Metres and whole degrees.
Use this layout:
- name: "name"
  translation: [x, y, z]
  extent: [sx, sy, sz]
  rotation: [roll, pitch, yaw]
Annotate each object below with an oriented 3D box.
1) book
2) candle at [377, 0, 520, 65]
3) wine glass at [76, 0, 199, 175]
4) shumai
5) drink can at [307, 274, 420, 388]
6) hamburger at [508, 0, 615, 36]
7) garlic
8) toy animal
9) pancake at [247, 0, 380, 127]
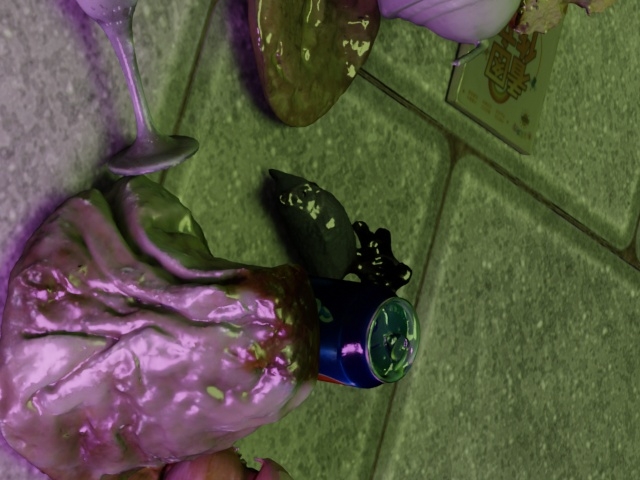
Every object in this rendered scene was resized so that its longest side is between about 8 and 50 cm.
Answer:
- name: "book"
  translation: [0.262, -0.287, 2.385]
  extent: [0.208, 0.020, 0.295]
  rotation: [27, 73, -50]
- name: "candle"
  translation: [0.144, -0.370, 2.028]
  extent: [0.221, 0.221, 0.342]
  rotation: [-18, 93, -49]
- name: "wine glass"
  translation: [-0.178, -0.259, 1.829]
  extent: [0.264, 0.096, 0.309]
  rotation: [-52, 133, -59]
- name: "shumai"
  translation: [-0.140, 0.104, 1.741]
  extent: [0.304, 0.263, 0.309]
  rotation: [-46, 127, -40]
- name: "drink can"
  translation: [0.003, 0.097, 1.960]
  extent: [0.118, 0.205, 0.118]
  rotation: [-8, 101, -50]
- name: "hamburger"
  translation: [0.303, -0.508, 2.183]
  extent: [0.268, 0.287, 0.445]
  rotation: [-21, 143, -21]
- name: "garlic"
  translation: [-0.122, 0.319, 1.876]
  extent: [0.191, 0.214, 0.160]
  rotation: [-96, -178, -46]
- name: "toy animal"
  translation: [-0.004, 0.000, 2.061]
  extent: [0.210, 0.121, 0.117]
  rotation: [36, 110, -29]
- name: "pancake"
  translation: [-0.017, -0.243, 2.023]
  extent: [0.242, 0.050, 0.242]
  rotation: [-21, 116, -50]
